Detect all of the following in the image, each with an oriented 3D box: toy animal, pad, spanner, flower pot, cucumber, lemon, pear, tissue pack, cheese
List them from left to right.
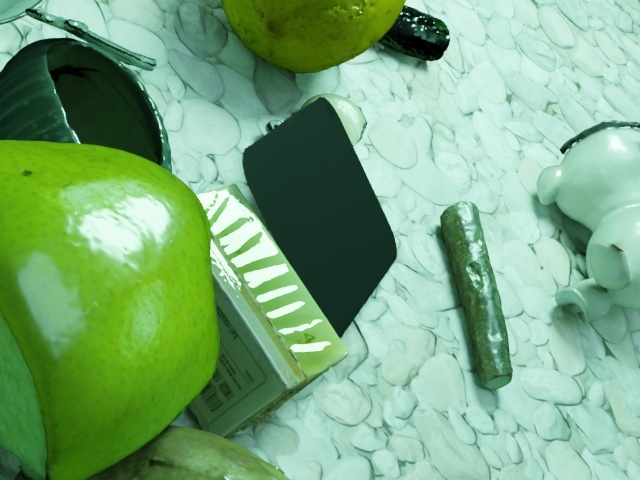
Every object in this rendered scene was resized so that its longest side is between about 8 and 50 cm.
[{"bbox_3d":[-0.224,0.023,1.065,0.343,0.238,0.318,24,31,36],"label":"pear"},{"bbox_3d":[-0.265,-0.103,1.282,0.189,0.157,0.243,-8,64,-45],"label":"flower pot"},{"bbox_3d":[-0.259,-0.229,1.358,0.071,0.017,0.302,17,3,8],"label":"spanner"},{"bbox_3d":[-0.104,0.081,1.274,0.125,0.159,0.234,-25,77,-47],"label":"tissue pack"},{"bbox_3d":[-0.002,-0.149,1.617,0.092,0.047,0.171,50,42,4],"label":"cheese"},{"bbox_3d":[0.000,-0.369,1.626,0.258,0.258,0.310,46,57,-2],"label":"lemon"},{"bbox_3d":[0.001,0.001,1.461,0.314,0.063,0.375,64,23,-8],"label":"pad"},{"bbox_3d":[0.092,-0.343,1.823,0.241,0.074,0.074,15,51,-31],"label":"cucumber"},{"bbox_3d":[0.459,-0.017,1.813,0.247,0.183,0.309,12,58,-27],"label":"toy animal"}]

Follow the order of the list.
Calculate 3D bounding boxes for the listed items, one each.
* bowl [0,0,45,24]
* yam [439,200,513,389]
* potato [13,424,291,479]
[{"bbox_3d":[-0.455,-0.318,1.293,0.313,0.146,0.313,21,47,-25],"label":"bowl"},{"bbox_3d":[0.218,0.073,1.627,0.061,0.061,0.274,12,53,-33],"label":"yam"},{"bbox_3d":[-0.140,0.266,1.041,0.289,0.300,0.237,-1,42,-38],"label":"potato"}]
